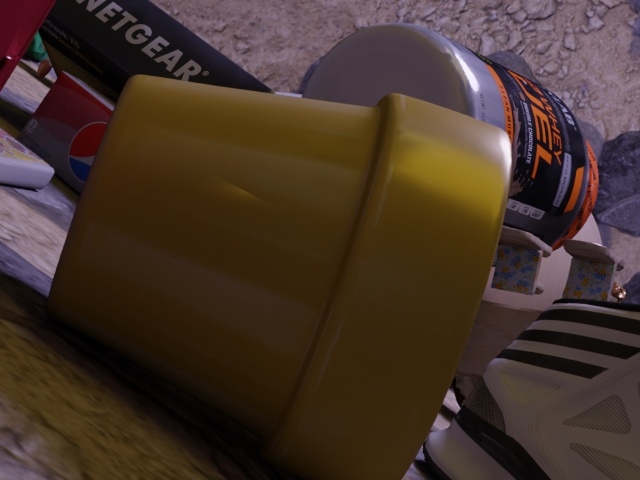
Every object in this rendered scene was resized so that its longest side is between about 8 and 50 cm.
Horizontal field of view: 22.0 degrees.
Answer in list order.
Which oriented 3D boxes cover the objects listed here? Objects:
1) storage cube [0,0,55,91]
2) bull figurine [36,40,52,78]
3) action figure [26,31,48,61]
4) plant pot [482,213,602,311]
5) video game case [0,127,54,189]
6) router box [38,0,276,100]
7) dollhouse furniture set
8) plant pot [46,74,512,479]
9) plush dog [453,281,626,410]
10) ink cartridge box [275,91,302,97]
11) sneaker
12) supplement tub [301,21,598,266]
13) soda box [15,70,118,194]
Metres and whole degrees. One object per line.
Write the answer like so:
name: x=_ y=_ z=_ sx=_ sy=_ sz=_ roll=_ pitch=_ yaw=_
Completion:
storage cube: x=-0.279 y=-0.138 z=0.912 sx=0.184 sy=0.215 sz=0.193 roll=36 pitch=12 yaw=5
bull figurine: x=-0.218 y=-0.198 z=2.139 sx=0.310 sy=0.101 sz=0.188 roll=20 pitch=-4 yaw=15
action figure: x=-0.386 y=-0.292 z=2.194 sx=0.063 sy=0.137 sz=0.232 roll=12 pitch=12 yaw=5
plant pot: x=0.182 y=0.051 z=2.010 sx=0.284 sy=0.284 sz=0.191 roll=35 pitch=41 yaw=1
video game case: x=-0.334 y=-0.114 z=1.310 sx=0.206 sy=0.026 sz=0.227 roll=36 pitch=5 yaw=11
router box: x=-0.153 y=-0.122 z=1.676 sx=0.309 sy=0.081 sz=0.243 roll=38 pitch=-22 yaw=31
dollhouse furniture set: x=0.147 y=0.090 z=1.567 sx=0.242 sy=0.212 sz=0.161 roll=9 pitch=-7 yaw=25
plant pot: x=-0.034 y=0.008 z=1.047 sx=0.239 sy=0.254 sz=0.254 roll=20 pitch=7 yaw=-4
plush dog: x=0.291 y=0.189 z=1.788 sx=0.225 sy=0.211 sz=0.262 roll=60 pitch=12 yaw=16
ink cartridge box: x=-0.090 y=-0.128 z=1.924 sx=0.232 sy=0.066 sz=0.189 roll=-10 pitch=15 yaw=-42
sneaker: x=0.316 y=0.203 z=1.298 sx=0.447 sy=0.257 sz=0.169 roll=38 pitch=6 yaw=23
supplement tub: x=0.142 y=-0.086 z=1.692 sx=0.207 sy=0.207 sz=0.338 roll=39 pitch=13 yaw=32
soda box: x=-0.158 y=-0.050 z=1.528 sx=0.263 sy=0.083 sz=0.092 roll=37 pitch=6 yaw=29
